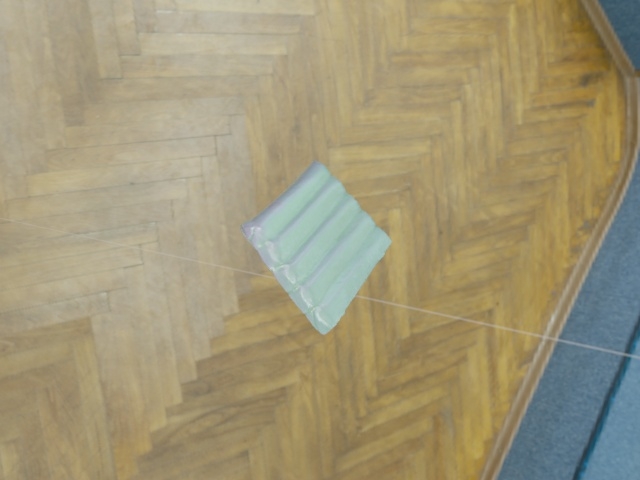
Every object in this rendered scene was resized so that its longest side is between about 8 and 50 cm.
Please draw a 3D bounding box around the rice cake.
[{"bbox_3d":[0.000,0.000,0.947,0.189,0.037,0.198,51,45,0],"label":"rice cake"}]
